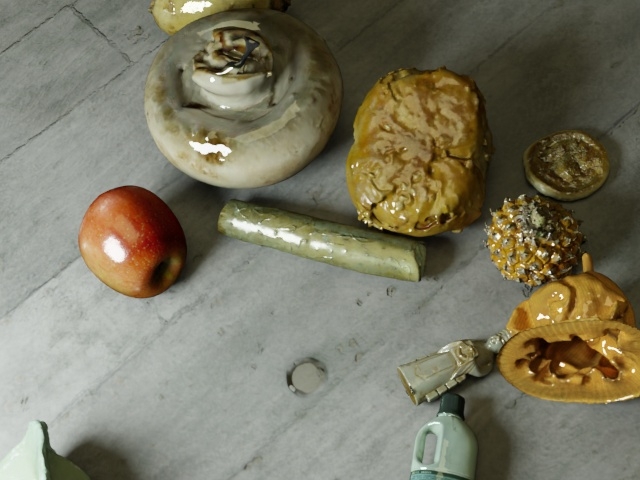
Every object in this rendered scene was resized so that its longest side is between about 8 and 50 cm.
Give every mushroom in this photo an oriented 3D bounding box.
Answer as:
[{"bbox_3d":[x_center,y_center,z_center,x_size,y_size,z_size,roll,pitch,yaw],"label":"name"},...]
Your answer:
[{"bbox_3d":[-0.141,-0.274,1.880,0.362,0.295,0.362,-4,61,6],"label":"mushroom"}]

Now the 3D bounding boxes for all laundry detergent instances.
[{"bbox_3d":[0.190,0.343,1.629,0.099,0.070,0.226,3,62,15],"label":"laundry detergent"}]

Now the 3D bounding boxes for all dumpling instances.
[{"bbox_3d":[-0.411,0.438,1.574,0.270,0.211,0.321,-41,75,24],"label":"dumpling"}]

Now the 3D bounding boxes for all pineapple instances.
[{"bbox_3d":[0.360,-0.020,1.776,0.176,0.137,0.161,29,68,19],"label":"pineapple"}]

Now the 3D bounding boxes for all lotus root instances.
[{"bbox_3d":[-0.198,-0.475,2.088,0.284,0.146,0.160,3,79,4],"label":"lotus root"}]

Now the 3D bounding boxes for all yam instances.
[{"bbox_3d":[0.000,0.000,1.840,0.371,0.083,0.083,12,63,13],"label":"yam"}]

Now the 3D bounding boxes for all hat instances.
[{"bbox_3d":[0.416,0.102,1.677,0.233,0.244,0.233,15,51,3],"label":"hat"}]

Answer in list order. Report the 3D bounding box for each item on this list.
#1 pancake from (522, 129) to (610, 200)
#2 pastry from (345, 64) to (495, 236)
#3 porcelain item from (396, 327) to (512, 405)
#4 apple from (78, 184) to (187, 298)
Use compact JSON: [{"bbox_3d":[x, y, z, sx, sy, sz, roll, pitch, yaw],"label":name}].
[{"bbox_3d":[0.439,-0.137,1.897,0.158,0.028,0.158,-2,58,3],"label":"pancake"},{"bbox_3d":[0.174,-0.146,1.853,0.255,0.162,0.311,17,73,3],"label":"pastry"},{"bbox_3d":[0.234,0.193,1.718,0.213,0.054,0.084,-23,55,-8],"label":"porcelain item"},{"bbox_3d":[-0.319,0.002,1.810,0.168,0.181,0.181,38,71,26],"label":"apple"}]
